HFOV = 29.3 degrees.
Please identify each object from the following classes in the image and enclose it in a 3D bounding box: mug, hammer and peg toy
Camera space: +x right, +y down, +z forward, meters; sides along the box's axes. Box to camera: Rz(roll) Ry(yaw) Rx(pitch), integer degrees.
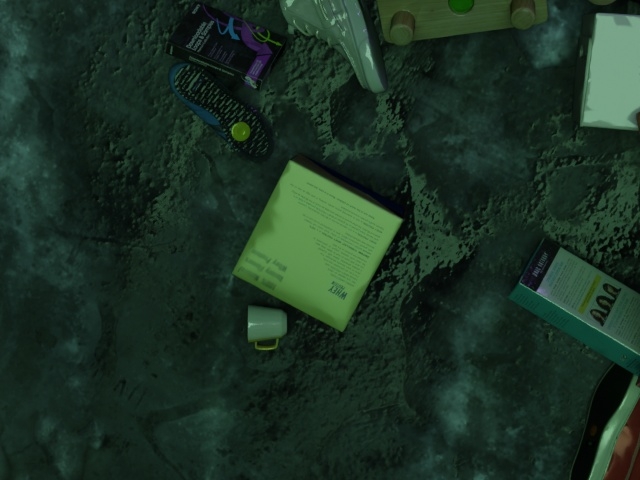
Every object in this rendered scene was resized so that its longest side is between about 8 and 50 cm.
[{"bbox_3d":[-0.087,0.139,2.010,0.064,0.078,0.062,-1,66,-2],"label":"mug"},{"bbox_3d":[0.248,-0.434,1.791,0.361,0.127,0.266,-7,124,13],"label":"hammer and peg toy"}]

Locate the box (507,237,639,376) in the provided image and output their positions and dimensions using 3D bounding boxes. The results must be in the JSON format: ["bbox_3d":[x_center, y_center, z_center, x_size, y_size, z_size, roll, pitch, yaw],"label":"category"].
[{"bbox_3d":[0.423,0.105,1.906,0.244,0.060,0.100,31,60,5],"label":"box"}]

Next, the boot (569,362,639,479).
[{"bbox_3d":[0.516,0.311,1.957,0.176,0.088,0.244,20,89,-16],"label":"boot"}]

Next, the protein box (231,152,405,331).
[{"bbox_3d":[0.000,0.000,1.932,0.199,0.136,0.201,28,100,1],"label":"protein box"}]

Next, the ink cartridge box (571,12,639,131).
[{"bbox_3d":[0.501,-0.245,1.819,0.232,0.171,0.168,6,100,5],"label":"ink cartridge box"}]

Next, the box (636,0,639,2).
[{"bbox_3d":[0.524,-0.424,1.829,0.158,0.093,0.156,18,100,5],"label":"box"}]

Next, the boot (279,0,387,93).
[{"bbox_3d":[0.012,-0.337,1.912,0.123,0.095,0.258,-19,88,15],"label":"boot"}]

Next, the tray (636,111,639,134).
[{"bbox_3d":[0.662,-0.188,1.659,0.411,0.076,0.203,-30,114,26],"label":"tray"}]

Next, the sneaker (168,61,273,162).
[{"bbox_3d":[-0.158,-0.209,1.962,0.209,0.082,0.069,42,87,-19],"label":"sneaker"}]

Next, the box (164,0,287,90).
[{"bbox_3d":[-0.147,-0.305,1.918,0.162,0.116,0.029,21,139,4],"label":"box"}]

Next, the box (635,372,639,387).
[{"bbox_3d":[0.582,0.121,1.826,0.128,0.123,0.257,27,61,1],"label":"box"}]
